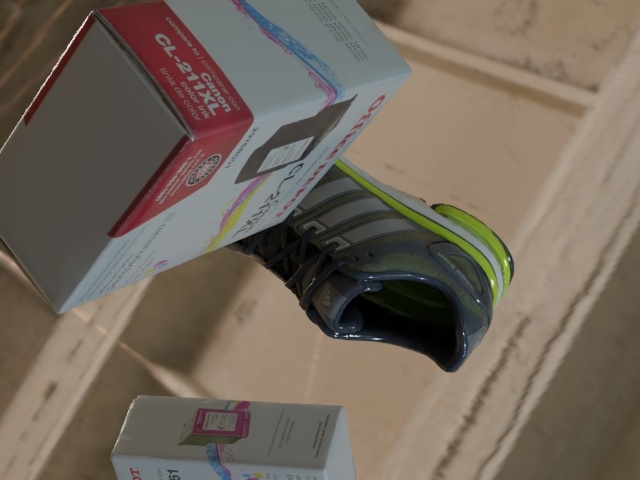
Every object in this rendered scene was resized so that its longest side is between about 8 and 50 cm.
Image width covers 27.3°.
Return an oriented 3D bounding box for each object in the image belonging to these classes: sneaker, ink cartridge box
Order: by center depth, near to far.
[{"bbox_3d":[-0.055,-0.051,0.620,0.072,0.175,0.127,51,-53,12],"label":"ink cartridge box"},{"bbox_3d":[-0.046,0.135,0.734,0.123,0.088,0.052,2,-142,15],"label":"ink cartridge box"},{"bbox_3d":[0.000,0.000,0.962,0.121,0.300,0.111,-74,-175,-58],"label":"sneaker"}]
